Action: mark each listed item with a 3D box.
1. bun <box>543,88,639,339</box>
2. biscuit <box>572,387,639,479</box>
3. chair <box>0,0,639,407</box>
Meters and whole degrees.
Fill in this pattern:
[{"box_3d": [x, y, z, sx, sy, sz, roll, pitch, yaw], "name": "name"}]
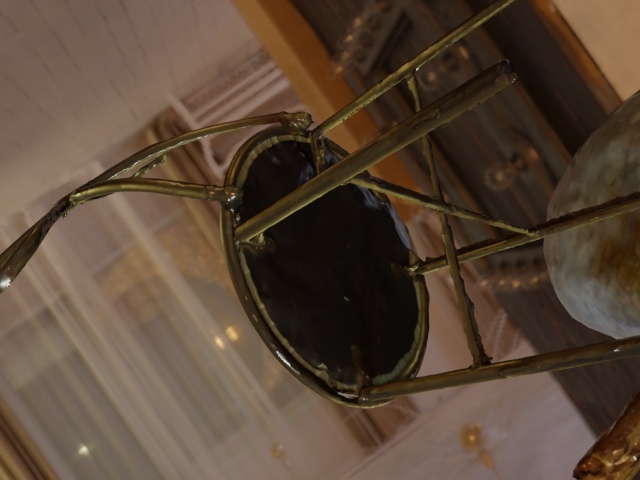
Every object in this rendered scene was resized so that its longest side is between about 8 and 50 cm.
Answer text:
[{"box_3d": [0.324, -0.011, 0.647, 0.361, 0.211, 0.362, 5, 180, 0], "name": "bun"}, {"box_3d": [0.260, 0.198, 0.914, 0.226, 0.042, 0.226, -42, 156, -23], "name": "biscuit"}, {"box_3d": [0.000, 0.000, 0.500, 0.325, 0.170, 0.160, -25, -160, 36], "name": "chair"}]
